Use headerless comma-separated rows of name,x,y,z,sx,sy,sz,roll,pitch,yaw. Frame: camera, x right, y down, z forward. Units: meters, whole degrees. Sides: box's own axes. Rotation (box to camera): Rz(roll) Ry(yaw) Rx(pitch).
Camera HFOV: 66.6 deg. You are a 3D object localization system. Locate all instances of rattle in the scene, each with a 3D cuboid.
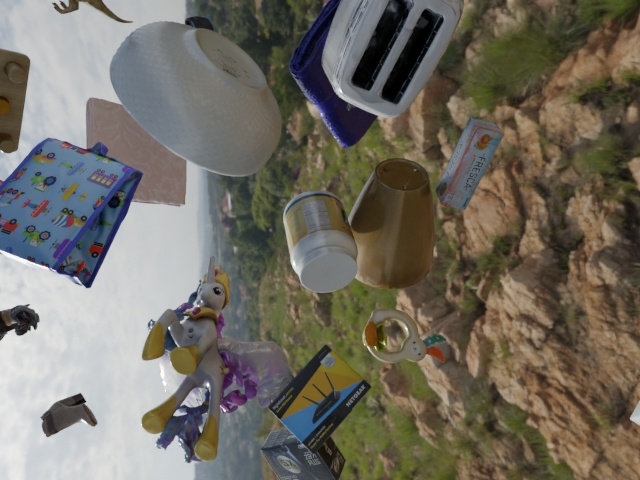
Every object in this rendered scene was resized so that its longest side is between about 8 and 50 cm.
rattle,0.198,0.223,1.092,0.142,0.200,0.130,96,-159,-64

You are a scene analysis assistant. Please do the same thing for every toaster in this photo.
toaster,0.081,-0.256,0.621,0.226,0.129,0.146,-60,18,27

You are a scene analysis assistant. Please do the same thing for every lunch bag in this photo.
lunch bag,-0.528,-0.083,1.004,0.138,0.221,0.293,84,-153,-70

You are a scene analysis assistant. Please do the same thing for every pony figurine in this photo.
pony figurine,-0.221,0.246,0.965,0.363,0.303,0.350,-83,-13,-69

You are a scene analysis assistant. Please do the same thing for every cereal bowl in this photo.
cereal bowl,-0.205,-0.292,0.928,0.141,0.339,0.338,-43,42,28

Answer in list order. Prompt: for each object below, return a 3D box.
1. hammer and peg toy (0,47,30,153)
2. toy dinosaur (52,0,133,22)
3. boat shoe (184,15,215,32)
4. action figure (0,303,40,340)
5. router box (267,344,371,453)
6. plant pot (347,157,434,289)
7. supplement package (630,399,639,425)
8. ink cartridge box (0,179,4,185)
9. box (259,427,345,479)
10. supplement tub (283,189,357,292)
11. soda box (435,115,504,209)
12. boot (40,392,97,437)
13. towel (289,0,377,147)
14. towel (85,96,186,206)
hammer and peg toy,-0.867,-0.339,1.088,0.127,0.362,0.265,42,118,37
toy dinosaur,-0.416,-0.428,0.846,0.183,0.093,0.053,54,-168,-52
boat shoe,-0.359,-0.532,1.456,0.109,0.089,0.258,-12,91,46
action figure,-0.581,0.144,0.803,0.099,0.185,0.285,56,155,8
router box,0.000,0.331,1.024,0.133,0.179,0.046,40,167,19
plant pot,0.171,-0.055,1.139,0.254,0.237,0.237,95,165,-46
supplement package,0.414,0.130,0.475,0.105,0.179,0.105,33,167,20
ink cartridge box,-0.819,-0.040,1.108,0.100,0.172,0.237,122,171,-69
box,-0.048,0.588,1.332,0.147,0.180,0.077,60,-151,-11
supplement tub,0.000,0.000,1.069,0.199,0.145,0.144,-104,18,-44
soda box,0.302,-0.156,1.002,0.063,0.058,0.183,-91,16,-53
boot,-0.494,0.351,0.951,0.119,0.087,0.042,24,140,48
towel,0.057,-0.372,1.093,0.076,0.227,0.308,35,176,32
towel,-0.595,-0.278,1.599,0.054,0.332,0.316,-7,82,44
